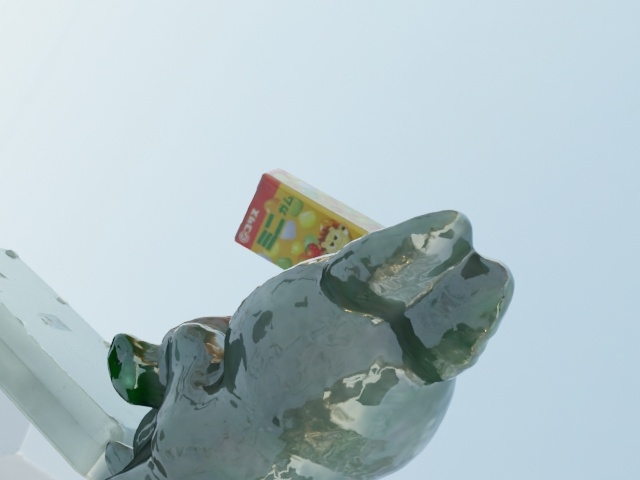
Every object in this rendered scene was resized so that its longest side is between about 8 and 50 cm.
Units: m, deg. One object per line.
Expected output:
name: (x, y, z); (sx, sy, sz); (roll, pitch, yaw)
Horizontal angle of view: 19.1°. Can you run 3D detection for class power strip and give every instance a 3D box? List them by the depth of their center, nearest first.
power strip: (-0.131, 0.054, 0.909); (0.192, 0.081, 0.035); (40, -79, 32)

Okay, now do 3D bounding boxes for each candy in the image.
candy: (0.000, 0.000, 1.468); (0.062, 0.122, 0.038); (-66, 164, 18)

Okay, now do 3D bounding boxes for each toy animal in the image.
toy animal: (-0.002, 0.065, 0.728); (0.251, 0.127, 0.125); (-45, -146, 33)

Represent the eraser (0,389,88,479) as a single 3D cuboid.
eraser: (-0.102, 0.175, 1.233); (0.076, 0.298, 0.078); (-7, -127, 42)
